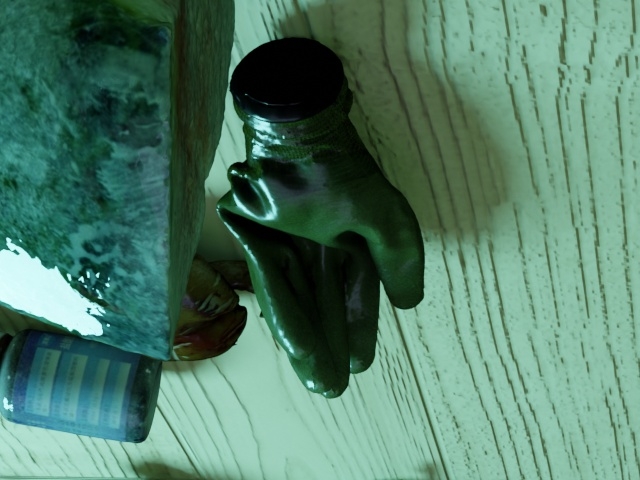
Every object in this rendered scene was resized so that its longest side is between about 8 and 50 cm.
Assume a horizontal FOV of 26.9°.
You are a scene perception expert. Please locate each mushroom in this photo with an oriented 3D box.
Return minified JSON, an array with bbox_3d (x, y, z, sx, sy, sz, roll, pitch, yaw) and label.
[{"bbox_3d":[-0.105,0.047,1.023,0.171,0.080,0.135,4,153,13],"label":"mushroom"}]

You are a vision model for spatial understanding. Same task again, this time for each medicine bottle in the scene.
[{"bbox_3d":[-0.241,0.118,1.142,0.203,0.083,0.083,9,143,-1],"label":"medicine bottle"}]

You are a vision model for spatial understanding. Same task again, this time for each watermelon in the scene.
[{"bbox_3d":[-0.137,-0.121,0.718,0.258,0.387,0.228,-13,132,-42],"label":"watermelon"}]

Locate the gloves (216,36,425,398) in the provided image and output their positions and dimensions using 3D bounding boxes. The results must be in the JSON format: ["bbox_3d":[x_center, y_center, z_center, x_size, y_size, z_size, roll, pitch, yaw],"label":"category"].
[{"bbox_3d":[0.000,-0.011,0.904,0.135,0.107,0.268,-5,124,6],"label":"gloves"}]

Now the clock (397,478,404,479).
[{"bbox_3d":[0.077,0.297,1.320,0.159,0.066,0.211,15,142,-8],"label":"clock"}]
